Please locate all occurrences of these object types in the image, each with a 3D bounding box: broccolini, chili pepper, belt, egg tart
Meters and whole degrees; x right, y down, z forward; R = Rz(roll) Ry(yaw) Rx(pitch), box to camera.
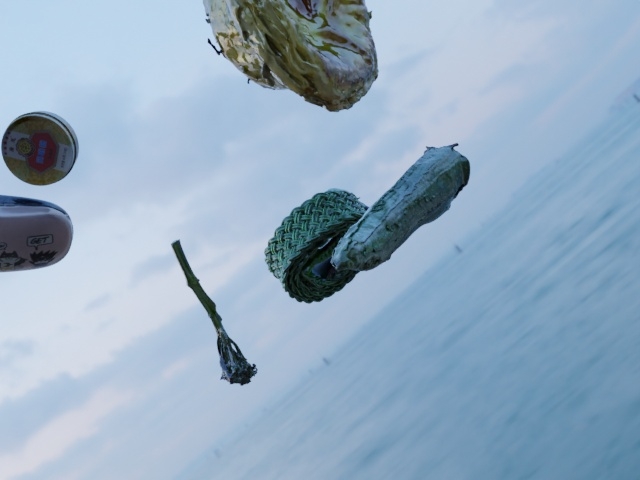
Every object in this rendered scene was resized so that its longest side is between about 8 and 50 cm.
[{"bbox_3d":[-0.145,0.096,1.336,0.044,0.218,0.042,-24,2,-40],"label":"broccolini"},{"bbox_3d":[0.069,-0.023,0.925,0.227,0.059,0.088,-38,-14,-53],"label":"chili pepper"},{"bbox_3d":[0.000,0.000,1.220,0.151,0.079,0.121,-45,-38,12],"label":"belt"},{"bbox_3d":[-0.048,-0.268,1.144,0.116,0.295,0.295,-29,2,33],"label":"egg tart"}]

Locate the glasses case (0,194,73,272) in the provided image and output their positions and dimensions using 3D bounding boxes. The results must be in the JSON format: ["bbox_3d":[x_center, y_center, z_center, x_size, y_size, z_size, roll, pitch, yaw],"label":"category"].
[{"bbox_3d":[-0.516,-0.009,1.415,0.314,0.075,0.122,1,-47,-18],"label":"glasses case"}]

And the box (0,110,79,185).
[{"bbox_3d":[-0.395,-0.130,1.392,0.105,0.105,0.037,-42,12,14],"label":"box"}]
